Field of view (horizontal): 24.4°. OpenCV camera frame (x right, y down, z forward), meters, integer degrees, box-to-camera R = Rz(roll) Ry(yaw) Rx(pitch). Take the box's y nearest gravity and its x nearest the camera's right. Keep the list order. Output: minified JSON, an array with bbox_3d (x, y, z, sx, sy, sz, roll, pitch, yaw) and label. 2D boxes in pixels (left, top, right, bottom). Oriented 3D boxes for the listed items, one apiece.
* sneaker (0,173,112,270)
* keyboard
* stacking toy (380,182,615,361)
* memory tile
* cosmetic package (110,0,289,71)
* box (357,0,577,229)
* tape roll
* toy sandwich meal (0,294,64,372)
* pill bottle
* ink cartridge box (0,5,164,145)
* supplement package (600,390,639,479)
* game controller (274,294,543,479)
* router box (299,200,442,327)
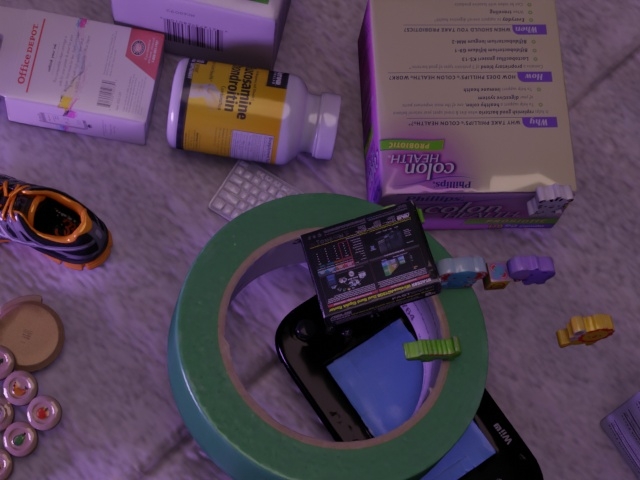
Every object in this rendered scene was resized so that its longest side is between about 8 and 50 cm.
[{"bbox_3d":[-0.328,-0.035,1.594,0.215,0.083,0.084,15,72,1],"label":"sneaker"},{"bbox_3d":[0.000,0.000,1.648,0.256,0.014,0.072,31,71,6],"label":"keyboard"},{"bbox_3d":[0.178,0.031,1.512,0.221,0.052,0.167,-4,66,-16],"label":"stacking toy"},{"bbox_3d":[-0.350,0.168,1.542,0.148,0.012,0.113,43,88,11],"label":"memory tile"},{"bbox_3d":[-0.105,-0.397,1.705,0.197,0.155,0.365,11,71,0],"label":"cosmetic package"},{"bbox_3d":[0.159,-0.143,1.659,0.214,0.117,0.243,-1,70,-6],"label":"box"},{"bbox_3d":[0.007,0.110,1.505,0.321,0.077,0.321,6,64,-12],"label":"tape roll"},{"bbox_3d":[-0.312,0.101,1.577,0.086,0.029,0.085,1,74,-4],"label":"toy sandwich meal"},{"bbox_3d":[-0.073,-0.140,1.643,0.184,0.103,0.103,8,70,-2],"label":"pill bottle"},{"bbox_3d":[-0.282,-0.187,1.660,0.198,0.067,0.115,11,70,-3],"label":"ink cartridge box"},{"bbox_3d":[0.429,0.180,1.524,0.194,0.203,0.149,-30,76,-14],"label":"supplement package"},{"bbox_3d":[0.093,0.181,1.561,0.166,0.067,0.319,-33,77,-9],"label":"game controller"},{"bbox_3d":[0.050,0.024,1.470,0.122,0.038,0.092,-17,68,1],"label":"router box"}]
